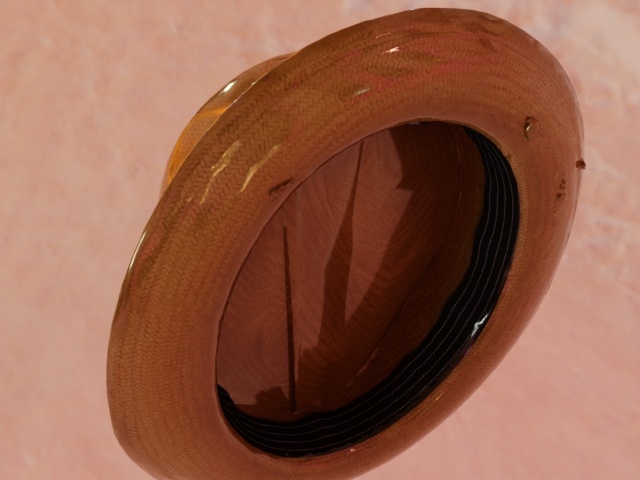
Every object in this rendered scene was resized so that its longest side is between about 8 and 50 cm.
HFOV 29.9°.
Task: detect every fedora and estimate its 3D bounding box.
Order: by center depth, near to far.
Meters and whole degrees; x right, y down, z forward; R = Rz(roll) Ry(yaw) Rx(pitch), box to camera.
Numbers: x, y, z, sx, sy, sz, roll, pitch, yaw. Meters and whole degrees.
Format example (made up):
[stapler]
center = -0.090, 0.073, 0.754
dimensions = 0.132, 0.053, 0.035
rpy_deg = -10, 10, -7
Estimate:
[fedora]
center = 0.000, 0.000, 0.407
dimensions = 0.194, 0.194, 0.079
rpy_deg = -32, 48, -11
